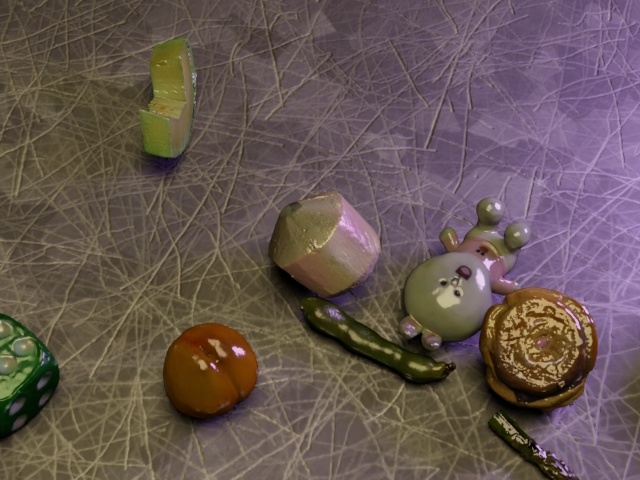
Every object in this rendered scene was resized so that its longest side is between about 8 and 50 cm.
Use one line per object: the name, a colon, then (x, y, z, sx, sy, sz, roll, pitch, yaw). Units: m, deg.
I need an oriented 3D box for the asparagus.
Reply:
asparagus: (0.316, 0.310, 1.920, 0.165, 0.030, 0.036, 38, 52, 15)

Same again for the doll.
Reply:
doll: (0.219, 0.067, 2.013, 0.155, 0.113, 0.275, 35, 69, 11)

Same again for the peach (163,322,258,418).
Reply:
peach: (-0.161, 0.184, 1.883, 0.138, 0.138, 0.138, 3, 59, -5)

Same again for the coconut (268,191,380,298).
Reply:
coconut: (0.000, 0.000, 1.980, 0.153, 0.147, 0.147, 41, 54, -31)

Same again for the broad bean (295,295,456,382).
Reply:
broad bean: (0.079, 0.153, 1.973, 0.256, 0.052, 0.052, 26, 22, 8)

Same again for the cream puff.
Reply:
cream puff: (0.325, 0.163, 1.947, 0.189, 0.129, 0.189, -1, 83, 8)

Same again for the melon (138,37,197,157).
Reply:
melon: (-0.247, -0.220, 2.120, 0.064, 0.118, 0.209, 0, 47, 9)

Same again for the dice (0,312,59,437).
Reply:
dice: (-0.453, 0.188, 1.850, 0.131, 0.120, 0.128, 38, 62, 14)
